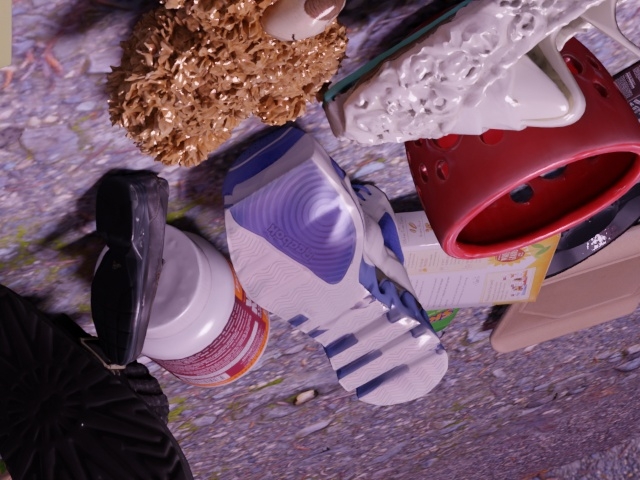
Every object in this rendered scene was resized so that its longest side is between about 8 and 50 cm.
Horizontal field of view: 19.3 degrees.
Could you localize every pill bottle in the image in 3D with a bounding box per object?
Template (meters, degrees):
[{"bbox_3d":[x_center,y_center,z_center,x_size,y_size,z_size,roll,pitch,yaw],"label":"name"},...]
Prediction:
[{"bbox_3d":[-0.129,0.060,1.755,0.121,0.121,0.221,-24,161,5],"label":"pill bottle"}]

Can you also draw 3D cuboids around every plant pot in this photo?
[{"bbox_3d":[0.156,-0.101,1.555,0.191,0.174,0.191,-19,160,-7],"label":"plant pot"}]

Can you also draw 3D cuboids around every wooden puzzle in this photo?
[{"bbox_3d":[0.331,0.051,2.369,0.221,0.044,0.238,-17,156,-15],"label":"wooden puzzle"}]

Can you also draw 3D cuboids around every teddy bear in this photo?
[{"bbox_3d":[-0.041,-0.144,1.324,0.245,0.113,0.338,-13,159,-30],"label":"teddy bear"}]

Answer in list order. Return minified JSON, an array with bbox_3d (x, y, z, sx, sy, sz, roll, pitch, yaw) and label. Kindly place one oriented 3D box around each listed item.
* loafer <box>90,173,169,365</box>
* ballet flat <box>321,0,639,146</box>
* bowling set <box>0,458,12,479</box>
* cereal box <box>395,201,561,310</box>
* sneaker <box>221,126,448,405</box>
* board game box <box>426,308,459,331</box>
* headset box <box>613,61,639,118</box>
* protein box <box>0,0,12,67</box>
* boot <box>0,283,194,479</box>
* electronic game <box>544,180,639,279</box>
[{"bbox_3d":[-0.156,0.025,1.610,0.061,0.062,0.170,-14,118,-47],"label":"loafer"},{"bbox_3d":[0.190,-0.166,1.383,0.409,0.147,0.147,-36,158,12],"label":"ballet flat"},{"bbox_3d":[-0.334,0.290,2.079,0.200,0.287,0.154,31,125,-25],"label":"bowling set"},{"bbox_3d":[0.117,0.022,1.947,0.240,0.047,0.173,-4,155,-6],"label":"cereal box"},{"bbox_3d":[0.001,0.001,1.744,0.127,0.182,0.315,-27,131,9],"label":"sneaker"},{"bbox_3d":[0.119,0.061,2.159,0.124,0.039,0.259,-16,157,-20],"label":"board game box"},{"bbox_3d":[0.322,-0.153,1.816,0.083,0.032,0.062,-32,159,23],"label":"headset box"},{"bbox_3d":[-0.275,-0.166,0.966,0.201,0.136,0.200,-17,161,-16],"label":"protein box"},{"bbox_3d":[-0.200,0.177,1.696,0.131,0.348,0.260,-41,155,-1],"label":"boot"},{"bbox_3d":[0.287,-0.026,2.082,0.229,0.048,0.229,-28,160,-11],"label":"electronic game"}]
